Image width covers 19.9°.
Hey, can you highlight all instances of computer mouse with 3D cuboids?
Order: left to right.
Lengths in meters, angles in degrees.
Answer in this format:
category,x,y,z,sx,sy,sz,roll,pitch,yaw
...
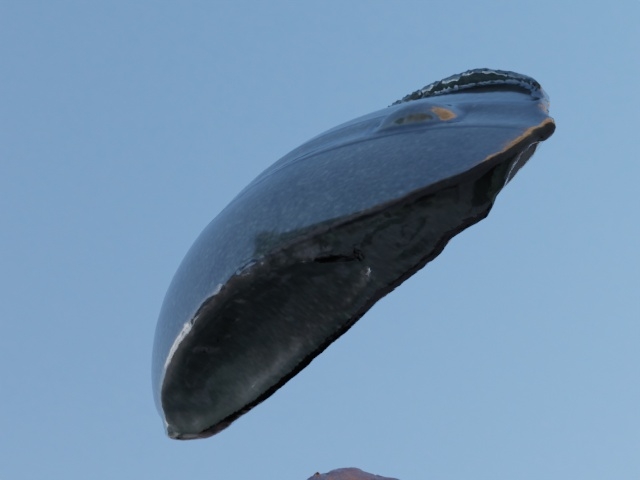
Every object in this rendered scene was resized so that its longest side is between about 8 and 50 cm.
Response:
category,x,y,z,sx,sy,sz,roll,pitch,yaw
computer mouse,-0.003,-0.002,1.203,0.374,0.114,0.203,-41,3,34

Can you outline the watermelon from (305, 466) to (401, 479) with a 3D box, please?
category,x,y,z,sx,sy,sz,roll,pitch,yaw
watermelon,0.026,0.287,1.306,0.318,0.148,0.226,58,-132,-61
